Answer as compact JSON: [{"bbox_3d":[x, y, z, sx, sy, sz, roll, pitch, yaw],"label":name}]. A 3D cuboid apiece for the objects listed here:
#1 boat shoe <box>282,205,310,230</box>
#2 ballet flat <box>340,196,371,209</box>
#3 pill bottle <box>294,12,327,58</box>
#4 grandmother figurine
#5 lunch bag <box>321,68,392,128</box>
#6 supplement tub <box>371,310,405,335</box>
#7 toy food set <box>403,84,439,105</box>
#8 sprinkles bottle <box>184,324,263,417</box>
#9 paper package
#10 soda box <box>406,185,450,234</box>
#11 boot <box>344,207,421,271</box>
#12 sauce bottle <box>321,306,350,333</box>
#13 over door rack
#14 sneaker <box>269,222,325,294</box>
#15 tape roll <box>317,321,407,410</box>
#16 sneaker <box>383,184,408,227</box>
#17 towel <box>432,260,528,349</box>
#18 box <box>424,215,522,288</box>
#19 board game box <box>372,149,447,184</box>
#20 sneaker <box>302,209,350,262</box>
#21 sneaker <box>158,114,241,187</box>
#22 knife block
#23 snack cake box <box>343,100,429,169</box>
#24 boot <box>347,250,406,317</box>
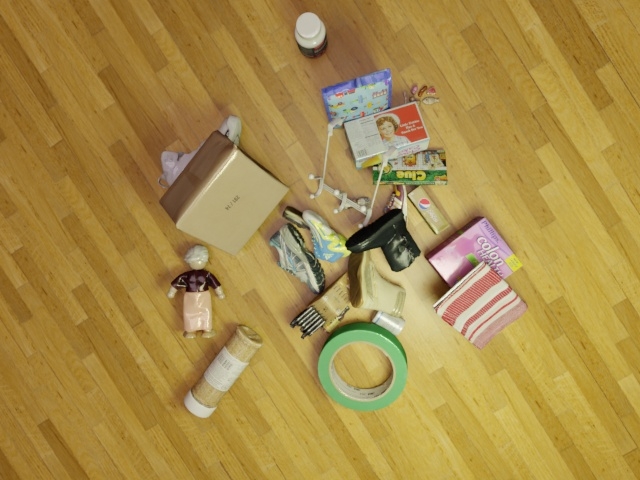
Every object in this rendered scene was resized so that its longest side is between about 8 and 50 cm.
[{"bbox_3d":[-0.070,-0.071,1.726,0.152,0.056,0.049,33,122,-7],"label":"boat shoe"},{"bbox_3d":[0.128,-0.134,1.710,0.115,0.041,0.041,-9,93,4],"label":"ballet flat"},{"bbox_3d":[-0.033,-0.706,1.611,0.108,0.180,0.107,0,94,4],"label":"pill bottle"},{"bbox_3d":[-0.465,0.187,1.752,0.208,0.104,0.342,1,91,-23],"label":"grandmother figurine"},{"bbox_3d":[0.121,-0.481,1.558,0.221,0.293,0.138,-14,93,5],"label":"lunch bag"},{"bbox_3d":[0.248,0.293,1.715,0.107,0.071,0.071,32,96,2],"label":"supplement tub"},{"bbox_3d":[0.361,-0.520,1.675,0.122,0.019,0.077,-9,93,5],"label":"toy food set"},{"bbox_3d":[-0.360,0.488,1.748,0.121,0.121,0.355,37,96,1],"label":"sprinkles bottle"},{"bbox_3d":[-0.322,-0.152,1.603,0.324,0.309,0.168,-51,50,4],"label":"paper package"},{"bbox_3d":[0.384,-0.108,1.682,0.058,0.061,0.181,-37,91,5],"label":"soda box"},{"bbox_3d":[0.226,0.032,1.631,0.247,0.094,0.207,-34,114,-16],"label":"boot"},{"bbox_3d":[0.058,0.290,1.744,0.042,0.042,0.128,42,94,0],"label":"sauce bottle"},{"bbox_3d":[0.087,-0.213,1.571,0.240,0.108,0.324,34,135,18],"label":"over door rack"},{"bbox_3d":[-0.085,0.081,1.723,0.122,0.110,0.282,-31,87,21],"label":"sneaker"},{"bbox_3d":[0.153,0.459,1.703,0.322,0.077,0.320,2,104,10],"label":"tape roll"},{"bbox_3d":[0.266,-0.131,1.685,0.084,0.069,0.185,-6,93,-1],"label":"sneaker"},{"bbox_3d":[0.556,0.233,1.612,0.237,0.037,0.329,-45,124,10],"label":"towel"},{"bbox_3d":[0.535,0.072,1.656,0.243,0.117,0.213,-38,91,5],"label":"box"},{"bbox_3d":[0.315,-0.259,1.664,0.260,0.030,0.136,0,67,4],"label":"board game box"},{"bbox_3d":[0.000,0.000,1.679,0.240,0.091,0.126,41,106,-21],"label":"sneaker"},{"bbox_3d":[-0.440,-0.311,1.688,0.210,0.137,0.365,27,99,-1],"label":"sneaker"},{"bbox_3d":[0.014,0.240,1.733,0.088,0.242,0.276,49,51,-1],"label":"knife block"},{"bbox_3d":[0.228,-0.366,1.637,0.265,0.089,0.152,-16,74,2],"label":"snack cake box"},{"bbox_3d":[0.207,0.140,1.690,0.204,0.095,0.261,18,53,-26],"label":"boot"}]
